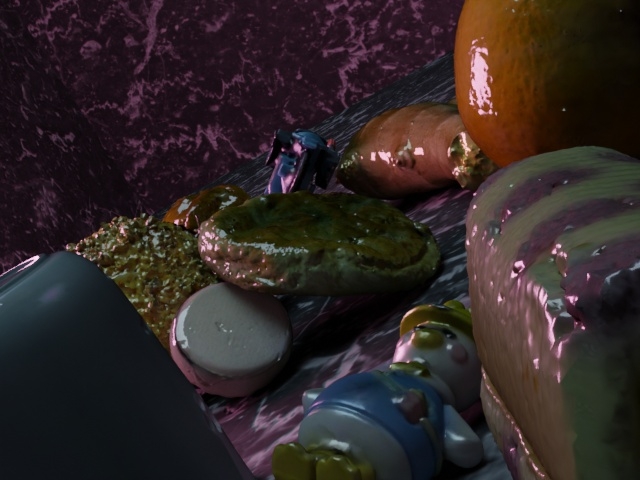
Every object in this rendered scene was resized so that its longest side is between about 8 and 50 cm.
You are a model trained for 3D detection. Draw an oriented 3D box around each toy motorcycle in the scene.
[{"bbox_3d":[-0.055,-0.050,1.937,0.182,0.123,0.272,-76,9,-60],"label":"toy motorcycle"}]

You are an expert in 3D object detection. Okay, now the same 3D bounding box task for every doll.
[{"bbox_3d":[0.063,0.120,0.964,0.135,0.099,0.241,-29,10,48],"label":"doll"}]

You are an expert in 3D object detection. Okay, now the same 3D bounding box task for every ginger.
[{"bbox_3d":[0.181,-0.120,1.843,0.236,0.166,0.375,-4,13,-35],"label":"ginger"}]

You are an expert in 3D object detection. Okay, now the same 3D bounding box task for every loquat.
[{"bbox_3d":[0.268,-0.188,1.386,0.274,0.275,0.275,-31,10,6],"label":"loquat"}]

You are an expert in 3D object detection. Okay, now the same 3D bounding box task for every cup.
[{"bbox_3d":[-0.260,0.178,1.156,0.259,0.275,0.356,-38,12,-32],"label":"cup"}]

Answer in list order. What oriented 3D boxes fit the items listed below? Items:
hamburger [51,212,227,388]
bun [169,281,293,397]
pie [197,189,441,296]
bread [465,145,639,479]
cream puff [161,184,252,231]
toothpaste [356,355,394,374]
[{"bbox_3d":[-0.204,0.080,1.548,0.261,0.243,0.139,-13,-20,2],"label":"hamburger"},{"bbox_3d":[-0.099,0.120,1.450,0.138,0.138,0.094,-38,-25,-29],"label":"bun"},{"bbox_3d":[0.000,0.000,1.485,0.276,0.079,0.277,-2,15,0],"label":"pie"},{"bbox_3d":[0.168,0.060,0.676,0.155,0.187,0.338,-7,10,-1],"label":"bread"},{"bbox_3d":[-0.164,0.044,1.752,0.244,0.196,0.244,-32,8,5],"label":"cream puff"},{"bbox_3d":[0.032,0.137,1.123,0.089,0.057,0.234,-28,4,15],"label":"toothpaste"}]
